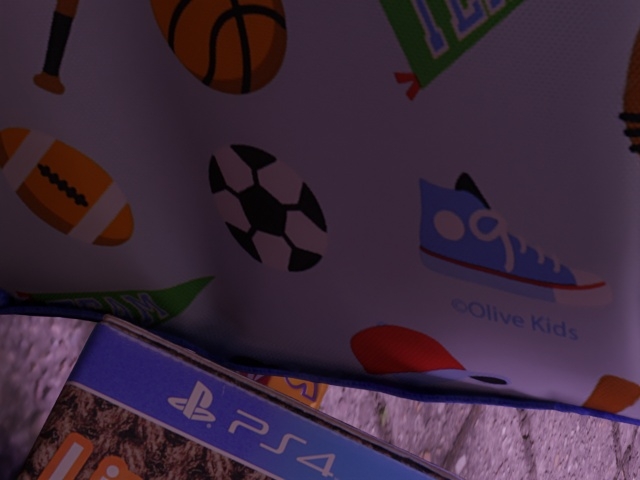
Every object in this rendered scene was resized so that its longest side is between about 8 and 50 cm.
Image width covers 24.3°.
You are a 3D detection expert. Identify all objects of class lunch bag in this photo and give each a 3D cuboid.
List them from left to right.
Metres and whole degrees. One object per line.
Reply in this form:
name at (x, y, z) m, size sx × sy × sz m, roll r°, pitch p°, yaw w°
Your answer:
lunch bag at (0.004, -0.144, 0.494) m, size 0.239 × 0.328 × 0.385 m, roll -16°, pitch 112°, yaw -62°

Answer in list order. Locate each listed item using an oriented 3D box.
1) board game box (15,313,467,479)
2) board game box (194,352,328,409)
board game box at (-0.087, 0.213, 0.535) m, size 0.232 × 0.141 × 0.291 m, roll 120°, pitch -5°, yaw -65°
board game box at (0.000, 0.000, 0.757) m, size 0.039 × 0.124 × 0.259 m, roll 36°, pitch 64°, yaw -17°
